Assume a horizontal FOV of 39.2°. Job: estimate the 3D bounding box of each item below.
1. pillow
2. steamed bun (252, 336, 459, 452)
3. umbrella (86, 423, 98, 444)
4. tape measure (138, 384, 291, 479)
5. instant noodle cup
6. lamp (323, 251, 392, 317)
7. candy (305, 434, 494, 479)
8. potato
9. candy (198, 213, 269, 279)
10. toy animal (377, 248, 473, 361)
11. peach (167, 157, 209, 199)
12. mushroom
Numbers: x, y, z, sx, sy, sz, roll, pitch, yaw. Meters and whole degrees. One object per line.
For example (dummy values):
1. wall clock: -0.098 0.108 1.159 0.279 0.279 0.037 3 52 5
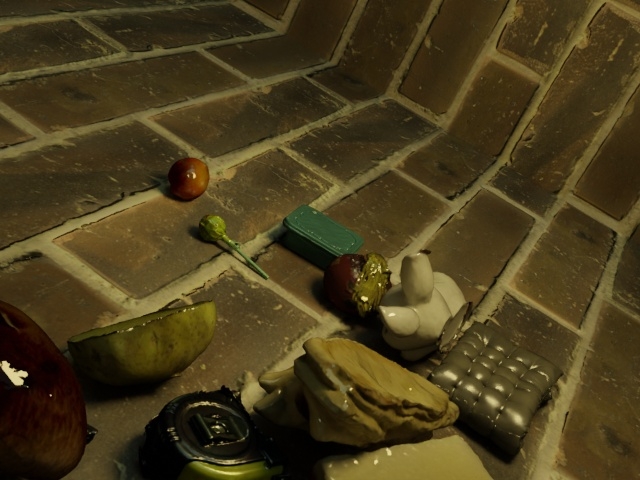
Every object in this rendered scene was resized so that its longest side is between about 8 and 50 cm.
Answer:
1. pillow: 0.357 0.292 1.835 0.228 0.101 0.326 31 24 16
2. steamed bun: 0.035 0.257 1.458 0.247 0.189 0.428 48 11 27
3. umbrella: -0.418 0.215 1.286 0.235 0.059 0.066 38 3 20
4. tape measure: -0.159 0.307 1.303 0.186 0.112 0.199 -3 37 -43
5. instant noodle cup: 0.000 0.000 2.065 0.179 0.070 0.157 30 25 8
6. lamp: 0.087 0.086 1.911 0.157 0.135 0.156 36 27 23
7. candy: 0.126 0.412 1.349 0.320 0.135 0.179 1 36 -39
8. potato: -0.273 0.174 1.432 0.271 0.160 0.111 -17 92 -53
9. candy: -0.182 0.017 1.899 0.194 0.058 0.062 42 -4 8
10. toy animal: 0.207 0.138 1.827 0.154 0.208 0.325 23 -14 19
11. peach: -0.295 -0.141 2.012 0.100 0.101 0.101 21 26 -11
12. mushroom: -0.443 0.236 1.082 0.331 0.356 0.334 4 -4 -34
